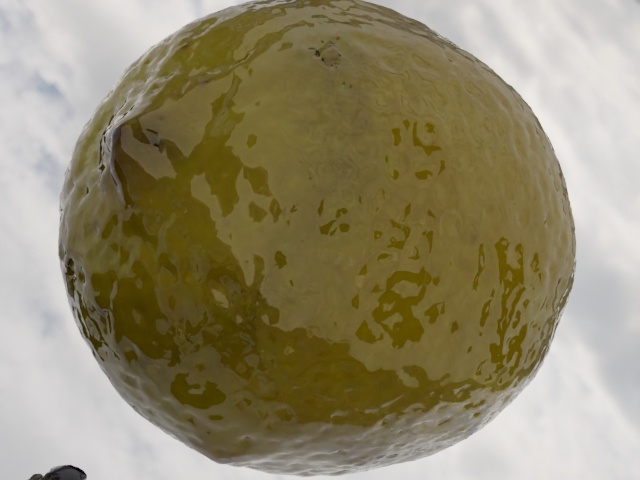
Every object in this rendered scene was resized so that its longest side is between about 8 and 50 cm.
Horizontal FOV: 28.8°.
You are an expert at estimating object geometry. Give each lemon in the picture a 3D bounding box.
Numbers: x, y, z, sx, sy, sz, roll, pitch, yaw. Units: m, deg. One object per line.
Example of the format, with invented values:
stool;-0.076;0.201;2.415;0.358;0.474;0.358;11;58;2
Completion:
lemon;-0.001;0.000;0.807;0.336;0.336;0.336;43;-154;-27

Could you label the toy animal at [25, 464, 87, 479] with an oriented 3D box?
toy animal;-0.179;0.184;0.501;0.244;0.260;0.087;26;-154;9
